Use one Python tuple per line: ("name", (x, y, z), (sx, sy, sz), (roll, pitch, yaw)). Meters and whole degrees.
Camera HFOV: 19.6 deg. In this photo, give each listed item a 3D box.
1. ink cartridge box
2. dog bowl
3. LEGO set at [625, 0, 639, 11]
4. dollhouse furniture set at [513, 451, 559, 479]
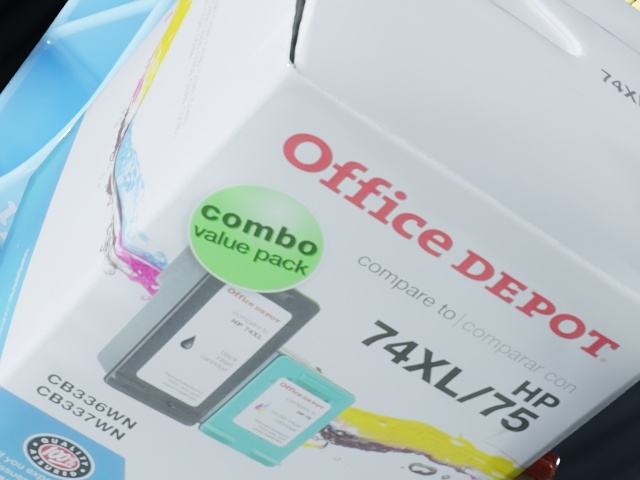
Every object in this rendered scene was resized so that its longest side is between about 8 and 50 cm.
("ink cartridge box", (0.000, 0.000, 0.804), (0.198, 0.270, 0.197), (32, 38, -18))
("dog bowl", (-0.099, -0.105, 1.054), (0.074, 0.166, 0.297), (44, 62, -27))
("LEGO set", (0.178, -0.070, 1.128), (0.107, 0.132, 0.287), (54, 23, 7))
("dollhouse furniture set", (0.172, 0.281, 1.195), (0.374, 0.152, 0.201), (25, 52, 8))
